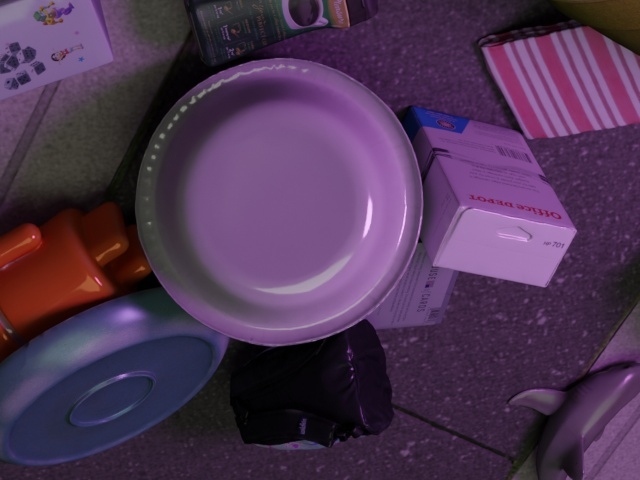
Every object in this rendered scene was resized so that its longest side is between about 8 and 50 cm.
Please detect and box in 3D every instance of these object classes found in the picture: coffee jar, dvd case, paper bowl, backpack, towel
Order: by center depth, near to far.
[{"bbox_3d":[-0.039,-0.238,1.807,0.184,0.079,0.096,-15,127,-2],"label":"coffee jar"},{"bbox_3d":[-0.040,-0.038,1.837,0.284,0.148,0.284,0,92,0],"label":"paper bowl"},{"bbox_3d":[0.278,-0.174,1.940,0.197,0.029,0.144,-8,133,26],"label":"towel"},{"bbox_3d":[0.033,0.046,2.048,0.238,0.030,0.179,-5,148,-13],"label":"dvd case"},{"bbox_3d":[-0.011,0.173,2.082,0.182,0.152,0.115,-21,156,34],"label":"backpack"}]

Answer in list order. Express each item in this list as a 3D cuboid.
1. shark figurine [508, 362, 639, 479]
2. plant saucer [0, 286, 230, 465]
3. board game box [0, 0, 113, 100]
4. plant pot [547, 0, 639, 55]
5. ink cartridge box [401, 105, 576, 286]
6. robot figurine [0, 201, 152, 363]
[{"bbox_3d":[0.311,0.280,2.294,0.166,0.116,0.278,-2,126,-13],"label":"shark figurine"},{"bbox_3d":[-0.229,0.156,1.993,0.317,0.044,0.318,-25,156,-12],"label":"plant saucer"},{"bbox_3d":[-0.353,-0.206,1.653,0.303,0.224,0.097,-19,132,0],"label":"board game box"},{"bbox_3d":[0.392,-0.287,1.723,0.366,0.366,0.353,-40,132,16],"label":"plant pot"},{"bbox_3d":[0.164,-0.047,1.942,0.139,0.191,0.082,12,123,-23],"label":"ink cartridge box"},{"bbox_3d":[-0.278,0.053,1.938,0.219,0.128,0.158,-33,169,11],"label":"robot figurine"}]
